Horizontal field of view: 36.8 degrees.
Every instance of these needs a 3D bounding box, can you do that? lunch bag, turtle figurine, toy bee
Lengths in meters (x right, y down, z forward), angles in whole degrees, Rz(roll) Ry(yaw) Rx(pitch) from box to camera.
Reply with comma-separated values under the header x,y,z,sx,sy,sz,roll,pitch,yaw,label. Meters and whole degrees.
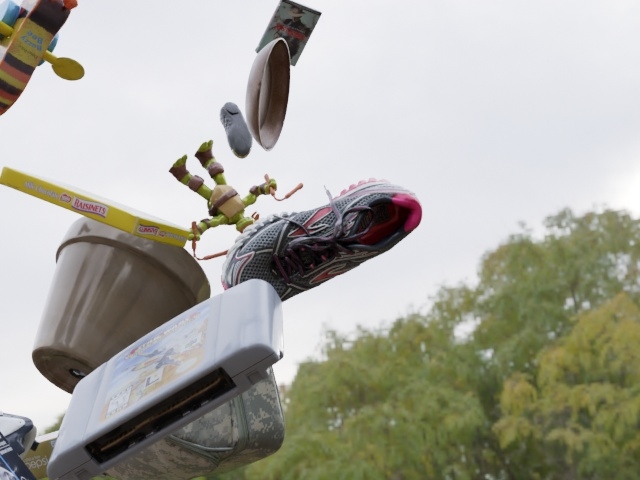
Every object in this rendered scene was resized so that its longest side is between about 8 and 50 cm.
x,y,z,sx,sy,sz,roll,pitch,yaw,label
-0.249,0.306,1.650,0.256,0.212,0.305,4,-23,-40,lunch bag
-0.186,-0.093,1.927,0.269,0.217,0.087,-36,-6,-17,turtle figurine
-0.450,-0.339,1.483,0.195,0.298,0.162,5,-1,-38,toy bee

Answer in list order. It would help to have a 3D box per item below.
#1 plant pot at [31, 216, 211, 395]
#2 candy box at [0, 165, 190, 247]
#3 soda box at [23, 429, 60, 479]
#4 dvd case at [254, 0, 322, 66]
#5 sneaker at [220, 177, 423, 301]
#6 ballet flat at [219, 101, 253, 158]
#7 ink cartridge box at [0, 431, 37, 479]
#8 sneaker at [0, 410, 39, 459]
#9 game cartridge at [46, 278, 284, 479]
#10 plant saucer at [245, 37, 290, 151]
x,y,z,sx,sy,sz,roll,pitch,yaw,label
-0.414,0.155,1.894,0.323,0.280,0.323,14,-37,11,plant pot
-0.261,-0.039,1.108,0.206,0.027,0.105,19,-2,26,candy box
-0.444,0.341,1.511,0.181,0.058,0.061,-19,1,27,soda box
-0.060,-0.391,1.806,0.087,0.013,0.119,15,-61,-29,dvd case
0.000,0.000,1.320,0.299,0.121,0.112,-31,16,-11,sneaker
-0.183,-0.236,2.104,0.057,0.173,0.049,-3,-43,-17,ballet flat
-0.425,0.275,1.181,0.045,0.208,0.206,-41,-2,-5,ink cartridge box
-0.487,0.267,1.385,0.153,0.235,0.094,14,-68,-35,sneaker
-0.179,0.158,1.131,0.297,0.198,0.062,-31,-66,8,game cartridge
-0.095,-0.256,1.684,0.036,0.198,0.198,10,-19,12,plant saucer
